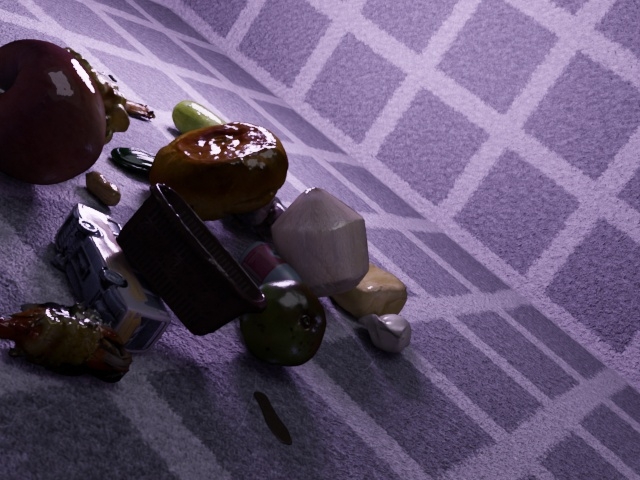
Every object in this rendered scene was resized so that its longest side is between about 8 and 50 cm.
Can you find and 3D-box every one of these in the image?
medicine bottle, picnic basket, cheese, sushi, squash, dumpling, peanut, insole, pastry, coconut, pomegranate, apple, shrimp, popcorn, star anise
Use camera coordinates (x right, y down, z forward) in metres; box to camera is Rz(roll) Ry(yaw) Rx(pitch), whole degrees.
[{"bbox_3d":[-0.094,0.099,1.889,0.217,0.090,0.090,42,18,23],"label":"medicine bottle"},{"bbox_3d":[-0.238,0.049,1.456,0.297,0.129,0.222,49,0,3],"label":"picnic basket"},{"bbox_3d":[0.116,0.128,2.173,0.226,0.117,0.214,9,24,-46],"label":"cheese"},{"bbox_3d":[-0.384,0.143,1.214,0.226,0.097,0.103,24,16,-36],"label":"sushi"},{"bbox_3d":[-0.315,-0.319,2.589,0.371,0.118,0.118,36,16,-11],"label":"squash"},{"bbox_3d":[0.159,0.222,2.021,0.134,0.099,0.169,27,12,19],"label":"dumpling"},{"bbox_3d":[-0.491,-0.118,1.813,0.113,0.053,0.054,41,18,23],"label":"peanut"},{"bbox_3d":[-0.087,0.319,1.454,0.045,0.002,0.135,21,21,-39],"label":"insole"},{"bbox_3d":[-0.252,-0.179,2.017,0.356,0.163,0.356,-6,30,3],"label":"pastry"},{"bbox_3d":[0.000,0.000,1.993,0.237,0.238,0.265,-56,134,-73],"label":"coconut"},{"bbox_3d":[-0.093,0.166,1.624,0.210,0.179,0.180,-3,-15,45],"label":"pomegranate"},{"bbox_3d":[-0.578,-0.258,1.649,0.305,0.306,0.235,48,-3,38],"label":"apple"},{"bbox_3d":[-0.580,-0.413,2.463,0.184,0.043,0.091,21,18,-34],"label":"shrimp"},{"bbox_3d":[-0.585,-0.331,1.887,0.252,0.215,0.286,6,-16,33],"label":"popcorn"},{"bbox_3d":[-0.172,-0.076,2.199,0.316,0.139,0.359,43,2,1],"label":"star anise"}]

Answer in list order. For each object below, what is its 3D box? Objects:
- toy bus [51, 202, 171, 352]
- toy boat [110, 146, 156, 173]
[{"bbox_3d":[-0.383,0.065,1.445,0.138,0.097,0.342,27,16,-45],"label":"toy bus"},{"bbox_3d":[-0.452,-0.201,2.110,0.210,0.052,0.104,16,27,-43],"label":"toy boat"}]
